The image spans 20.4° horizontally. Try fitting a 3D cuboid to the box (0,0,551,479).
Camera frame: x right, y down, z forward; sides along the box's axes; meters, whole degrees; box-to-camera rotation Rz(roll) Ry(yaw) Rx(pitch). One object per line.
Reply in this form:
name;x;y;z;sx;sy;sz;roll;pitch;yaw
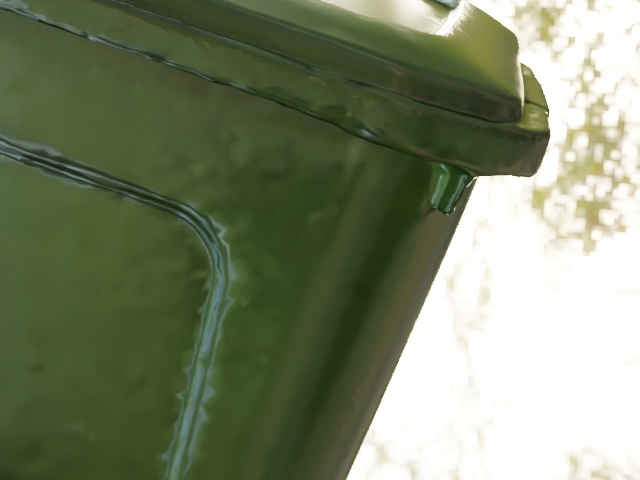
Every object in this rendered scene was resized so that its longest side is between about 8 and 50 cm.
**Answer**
box;-0.063;-0.024;0.606;0.329;0.252;0.178;-55;-17;-77
